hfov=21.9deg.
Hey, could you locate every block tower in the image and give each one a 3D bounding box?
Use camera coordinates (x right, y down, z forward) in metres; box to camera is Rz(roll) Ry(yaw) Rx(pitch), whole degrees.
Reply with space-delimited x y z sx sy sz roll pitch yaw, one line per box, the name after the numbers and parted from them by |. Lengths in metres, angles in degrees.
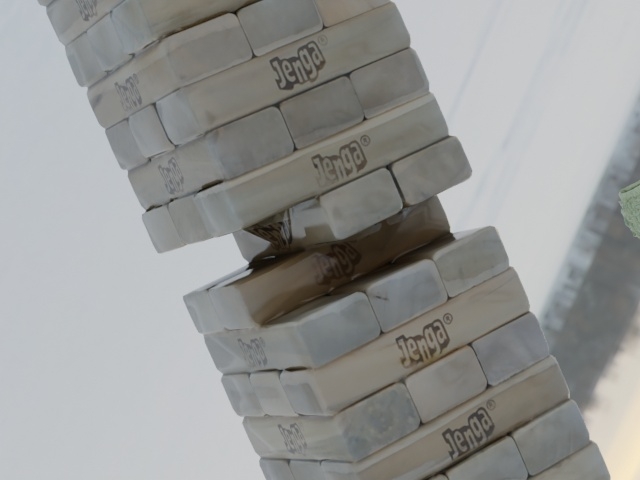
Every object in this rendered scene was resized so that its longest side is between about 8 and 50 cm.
0.000 0.000 0.591 0.091 0.335 0.097 -26 -175 -25 | block tower

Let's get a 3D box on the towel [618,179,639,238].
0.256 0.002 0.974 0.110 0.148 0.027 -35 -164 21 | towel
